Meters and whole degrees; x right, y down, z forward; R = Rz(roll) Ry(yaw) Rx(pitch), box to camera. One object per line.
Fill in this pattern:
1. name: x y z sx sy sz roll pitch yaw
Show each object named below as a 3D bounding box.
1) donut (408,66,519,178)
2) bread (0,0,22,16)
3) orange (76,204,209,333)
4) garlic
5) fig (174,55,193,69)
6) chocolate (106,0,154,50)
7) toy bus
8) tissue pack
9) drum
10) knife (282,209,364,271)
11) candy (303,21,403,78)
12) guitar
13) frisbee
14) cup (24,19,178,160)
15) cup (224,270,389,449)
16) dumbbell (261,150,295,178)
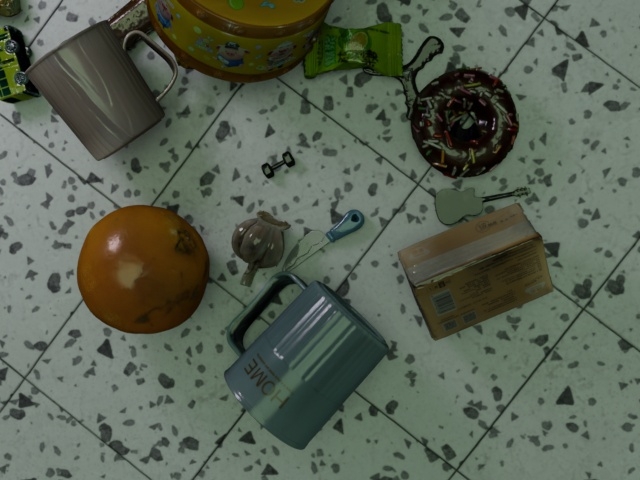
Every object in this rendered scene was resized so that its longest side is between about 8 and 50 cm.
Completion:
1. donut: 0.342 -0.279 1.818 0.269 0.103 0.270 0 89 2
2. bread: -0.888 -0.604 1.930 0.269 0.087 0.098 -2 91 4
3. orange: -0.412 0.071 1.793 0.311 0.312 0.312 0 91 5
4. garlic: -0.160 0.029 1.869 0.131 0.127 0.194 31 113 0
5. fig: -0.292 -0.486 1.850 0.144 0.154 0.166 11 55 20
6. chocolate: -0.517 -0.509 1.912 0.329 0.065 0.102 -37 87 2
7. toy bus: -0.774 -0.437 1.922 0.101 0.088 0.175 -17 90 6
8. tissue pack: 0.348 0.049 1.796 0.305 0.238 0.239 -23 89 5
9. drum: -0.173 -0.581 1.723 0.430 0.214 0.432 6 66 -14
10. knife: -0.001 -0.002 1.897 0.244 0.032 0.058 -31 90 9
11. candy: 0.078 -0.466 1.857 0.246 0.069 0.149 2 86 5
12. guitar: 0.391 -0.098 1.860 0.233 0.025 0.088 -11 89 5
13. frisbee: 0.194 -0.405 1.879 0.187 0.012 0.211 10 93 5
14. cup: -0.503 -0.370 1.828 0.288 0.208 0.273 -43 108 -32
15. cup: -0.038 0.268 1.816 0.311 0.331 0.257 -47 121 2
16. dumbbell: -0.105 -0.185 1.895 0.083 0.040 0.036 -28 56 5
